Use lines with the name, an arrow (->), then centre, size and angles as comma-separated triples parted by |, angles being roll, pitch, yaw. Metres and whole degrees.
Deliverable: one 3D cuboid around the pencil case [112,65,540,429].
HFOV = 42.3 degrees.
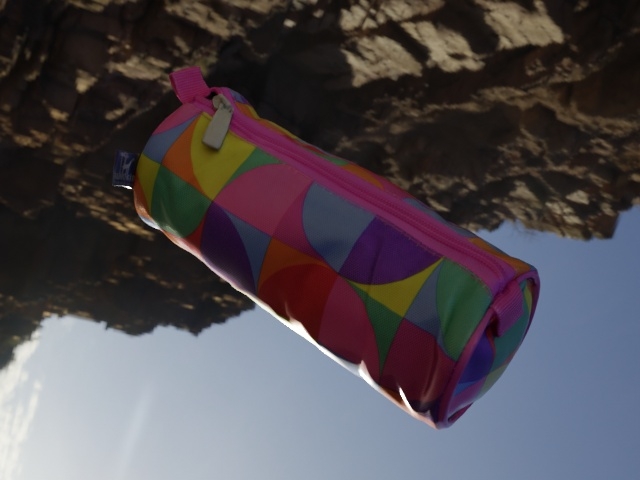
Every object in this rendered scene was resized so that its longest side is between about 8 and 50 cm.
pencil case -> 0.000, 0.000, 0.449 | 0.236, 0.104, 0.104 | 33, -72, 22
